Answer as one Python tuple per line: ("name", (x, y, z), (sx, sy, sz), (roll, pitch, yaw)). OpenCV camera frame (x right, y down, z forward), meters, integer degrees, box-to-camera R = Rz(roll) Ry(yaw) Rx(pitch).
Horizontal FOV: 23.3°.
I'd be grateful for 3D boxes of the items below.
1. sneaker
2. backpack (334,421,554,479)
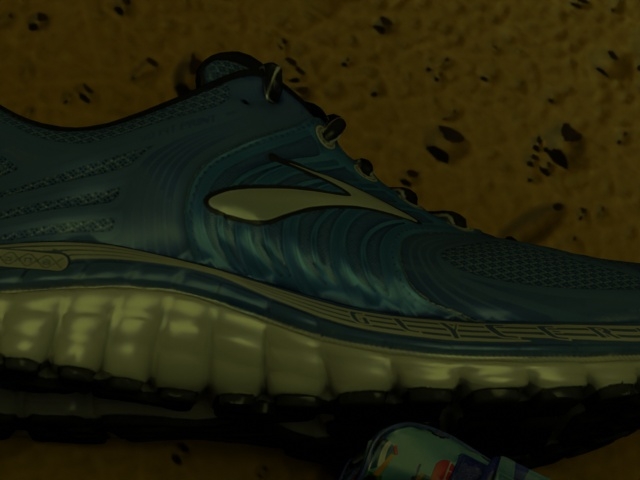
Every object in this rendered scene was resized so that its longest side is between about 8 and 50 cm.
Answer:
("sneaker", (0.000, 0.000, 0.563), (0.330, 0.130, 0.147), (8, 69, -9))
("backpack", (0.055, 0.131, 0.491), (0.158, 0.173, 0.117), (25, 62, 1))
